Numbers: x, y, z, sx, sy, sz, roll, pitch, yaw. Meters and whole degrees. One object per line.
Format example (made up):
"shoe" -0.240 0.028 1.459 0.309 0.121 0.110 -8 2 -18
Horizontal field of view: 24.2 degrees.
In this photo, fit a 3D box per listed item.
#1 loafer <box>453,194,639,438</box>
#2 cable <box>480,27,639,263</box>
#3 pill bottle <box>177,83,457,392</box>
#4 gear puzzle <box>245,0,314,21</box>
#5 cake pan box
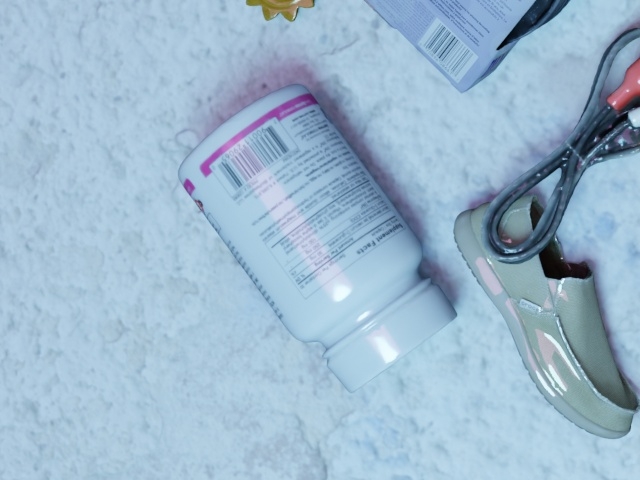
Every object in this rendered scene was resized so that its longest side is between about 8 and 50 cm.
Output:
"loafer" 0.232 0.069 1.442 0.092 0.102 0.268 -37 85 28
"cable" 0.257 -0.098 1.386 0.287 0.072 0.139 -33 83 1
"pill bottle" 0.000 0.000 1.483 0.160 0.160 0.283 -37 85 22
"gear puzzle" -0.118 -0.364 1.531 0.339 0.044 0.175 46 109 5
"cake pan box" 0.122 -0.303 1.387 0.267 0.070 0.245 45 138 9
